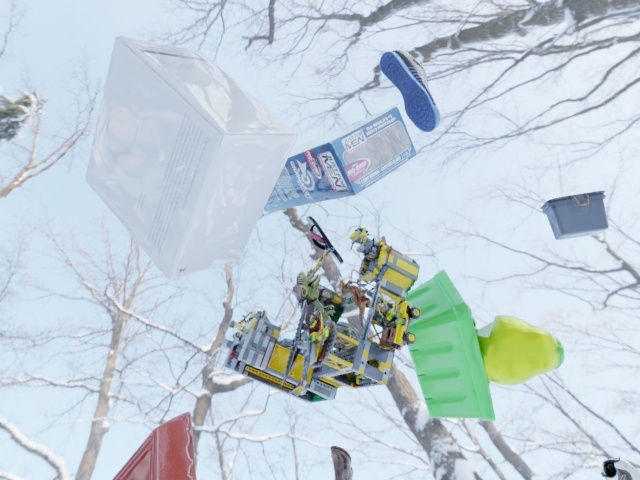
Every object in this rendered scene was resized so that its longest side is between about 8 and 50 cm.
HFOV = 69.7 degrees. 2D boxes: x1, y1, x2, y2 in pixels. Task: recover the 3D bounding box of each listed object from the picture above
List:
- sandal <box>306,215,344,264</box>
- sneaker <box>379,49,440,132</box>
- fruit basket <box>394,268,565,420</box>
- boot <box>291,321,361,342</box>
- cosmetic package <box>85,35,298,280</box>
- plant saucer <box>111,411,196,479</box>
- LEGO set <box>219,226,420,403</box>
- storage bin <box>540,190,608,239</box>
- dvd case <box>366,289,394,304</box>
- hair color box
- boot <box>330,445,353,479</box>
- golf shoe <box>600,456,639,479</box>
[{"bbox_3d":[0.000,0.000,1.220,0.040,0.179,0.067,-34,-33,-1],"label":"sandal"},{"bbox_3d":[0.243,-0.380,1.149,0.090,0.081,0.232,-25,-97,-37],"label":"sneaker"},{"bbox_3d":[0.418,0.275,1.218,0.392,0.283,0.392,0,-69,0],"label":"fruit basket"},{"bbox_3d":[-0.015,0.301,1.283,0.208,0.189,0.076,-30,-64,-44],"label":"boot"},{"bbox_3d":[-0.184,-0.110,0.628,0.138,0.224,0.224,-15,-37,-51],"label":"cosmetic package"},{"bbox_3d":[-0.261,0.402,0.614,0.048,0.258,0.259,34,-80,-29],"label":"plant saucer"},{"bbox_3d":[-0.022,0.109,0.699,0.192,0.331,0.255,28,-113,-15],"label":"LEGO set"},{"bbox_3d":[0.615,-0.058,1.097,0.135,0.098,0.091,-9,-107,6],"label":"storage bin"},{"bbox_3d":[0.285,0.226,1.523,0.180,0.253,0.022,15,-85,-25],"label":"dvd case"},{"bbox_3d":[0.005,-0.152,0.936,0.174,0.347,0.105,-35,-74,-29],"label":"hair color box"},{"bbox_3d":[0.031,0.464,0.864,0.037,0.114,0.106,-10,-62,26],"label":"boot"},{"bbox_3d":[0.642,0.502,0.972,0.077,0.094,0.198,-39,-33,-17],"label":"golf shoe"}]
